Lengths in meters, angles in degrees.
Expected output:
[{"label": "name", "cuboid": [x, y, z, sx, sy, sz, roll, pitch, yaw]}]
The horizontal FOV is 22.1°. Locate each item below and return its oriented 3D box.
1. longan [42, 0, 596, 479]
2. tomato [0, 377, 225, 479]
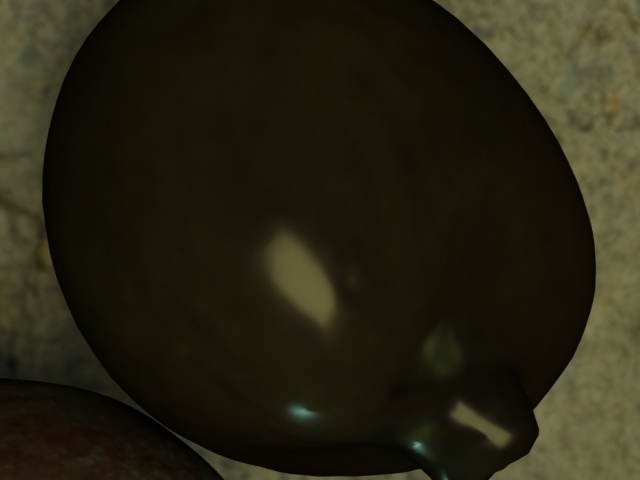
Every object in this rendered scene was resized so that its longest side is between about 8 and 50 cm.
[{"label": "longan", "cuboid": [0.000, 0.000, 0.793, 0.300, 0.300, 0.243, 31, 117, -20]}, {"label": "tomato", "cuboid": [-0.161, 0.220, 0.791, 0.282, 0.317, 0.316, -31, 117, -46]}]
